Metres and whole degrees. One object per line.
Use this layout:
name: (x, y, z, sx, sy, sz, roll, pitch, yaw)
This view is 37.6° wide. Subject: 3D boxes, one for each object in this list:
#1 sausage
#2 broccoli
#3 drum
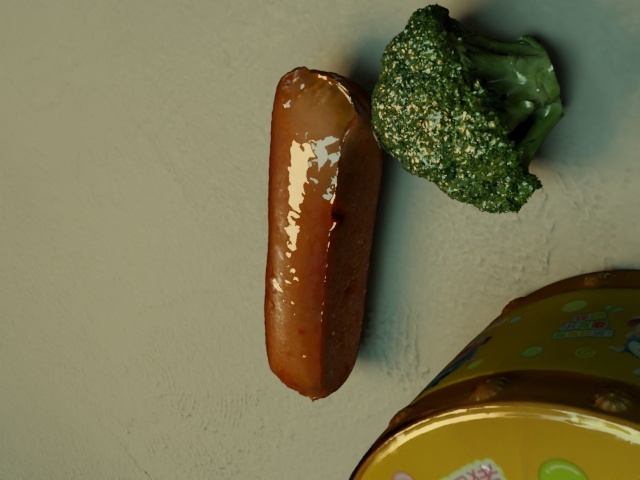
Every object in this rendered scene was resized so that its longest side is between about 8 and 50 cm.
sausage: (0.000, 0.000, 0.845, 0.102, 0.102, 0.330, 23, 126, 26)
broccoli: (0.108, -0.093, 0.698, 0.138, 0.146, 0.162, -20, 85, 10)
drum: (0.240, 0.246, 0.717, 0.431, 0.214, 0.431, 16, 121, 29)
